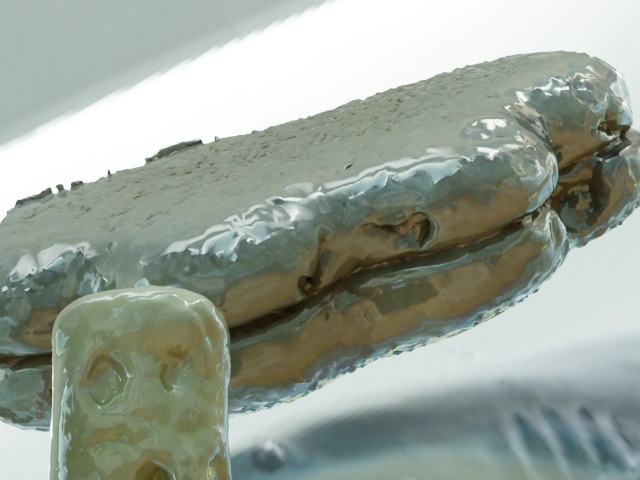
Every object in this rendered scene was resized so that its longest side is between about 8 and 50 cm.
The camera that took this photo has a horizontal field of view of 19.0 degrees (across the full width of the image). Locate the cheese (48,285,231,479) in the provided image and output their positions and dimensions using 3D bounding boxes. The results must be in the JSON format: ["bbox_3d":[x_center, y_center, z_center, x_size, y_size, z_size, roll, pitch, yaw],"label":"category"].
[{"bbox_3d":[-0.060,0.112,0.639,0.065,0.194,0.043,-2,-10,20],"label":"cheese"}]

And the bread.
[{"bbox_3d":[0.001,0.004,0.855,0.337,0.183,0.102,-20,-73,-8],"label":"bread"}]
